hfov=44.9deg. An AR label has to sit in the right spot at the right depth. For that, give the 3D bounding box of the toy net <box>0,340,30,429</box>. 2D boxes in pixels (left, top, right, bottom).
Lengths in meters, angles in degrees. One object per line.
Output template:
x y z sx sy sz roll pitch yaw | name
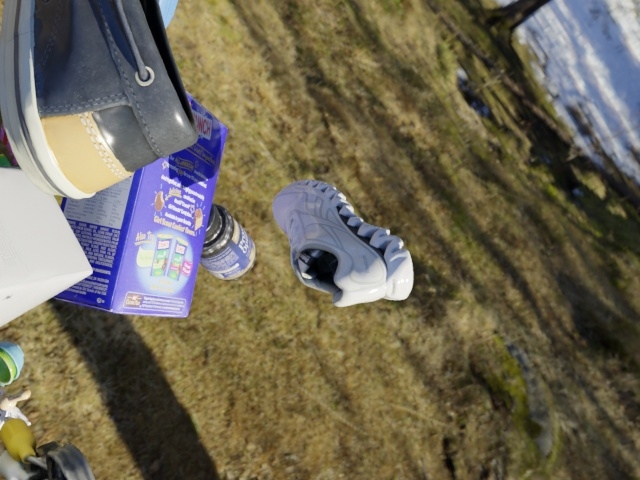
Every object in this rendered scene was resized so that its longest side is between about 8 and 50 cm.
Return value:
-0.519 0.231 1.235 0.122 0.232 0.045 26 38 15 | toy net

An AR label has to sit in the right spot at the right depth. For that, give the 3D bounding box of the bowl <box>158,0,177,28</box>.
-0.438 -0.558 1.545 0.391 0.391 0.077 58 38 -1 | bowl

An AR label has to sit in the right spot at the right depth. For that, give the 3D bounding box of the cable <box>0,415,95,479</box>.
-0.297 0.270 0.837 0.072 0.287 0.139 -16 94 -27 | cable

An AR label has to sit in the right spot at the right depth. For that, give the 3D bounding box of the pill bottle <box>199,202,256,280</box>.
-0.227 -0.005 1.661 0.219 0.123 0.123 57 20 -62 | pill bottle

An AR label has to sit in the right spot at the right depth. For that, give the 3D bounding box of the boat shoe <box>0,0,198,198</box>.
-0.195 -0.279 0.718 0.187 0.156 0.500 64 17 -68 | boat shoe

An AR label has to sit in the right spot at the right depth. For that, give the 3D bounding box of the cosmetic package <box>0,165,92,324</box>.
-0.384 0.036 0.743 0.138 0.224 0.225 61 10 1 | cosmetic package

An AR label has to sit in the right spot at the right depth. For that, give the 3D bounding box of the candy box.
-0.255 -0.057 1.126 0.268 0.122 0.317 34 69 -76 | candy box

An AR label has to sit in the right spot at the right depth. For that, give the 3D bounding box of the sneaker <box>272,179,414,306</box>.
0.000 0.000 1.074 0.118 0.292 0.110 -19 123 -26 | sneaker

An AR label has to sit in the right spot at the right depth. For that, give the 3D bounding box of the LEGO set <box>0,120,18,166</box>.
-0.543 -0.088 1.288 0.087 0.227 0.093 -26 74 -40 | LEGO set
